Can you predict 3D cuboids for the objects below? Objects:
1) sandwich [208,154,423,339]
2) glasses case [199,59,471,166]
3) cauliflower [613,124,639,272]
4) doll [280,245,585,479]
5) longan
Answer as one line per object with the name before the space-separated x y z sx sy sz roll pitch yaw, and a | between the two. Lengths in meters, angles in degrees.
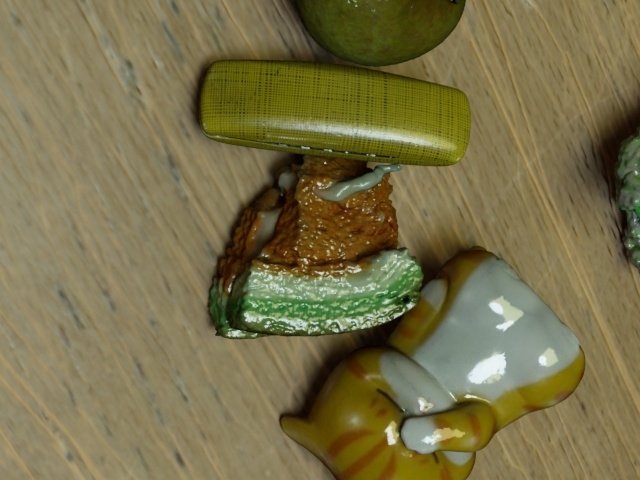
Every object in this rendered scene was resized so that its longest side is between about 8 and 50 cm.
sandwich | -0.009 0.003 1.053 0.185 0.109 0.160 -11 94 -17
glasses case | 0.013 -0.111 1.042 0.234 0.064 0.079 6 69 -5
cauliflower | 0.428 -0.046 1.186 0.256 0.315 0.239 -39 124 3
doll | 0.110 0.128 1.096 0.270 0.162 0.166 -38 77 -14
longan | 0.058 -0.220 1.030 0.155 0.176 0.145 -32 119 -47
